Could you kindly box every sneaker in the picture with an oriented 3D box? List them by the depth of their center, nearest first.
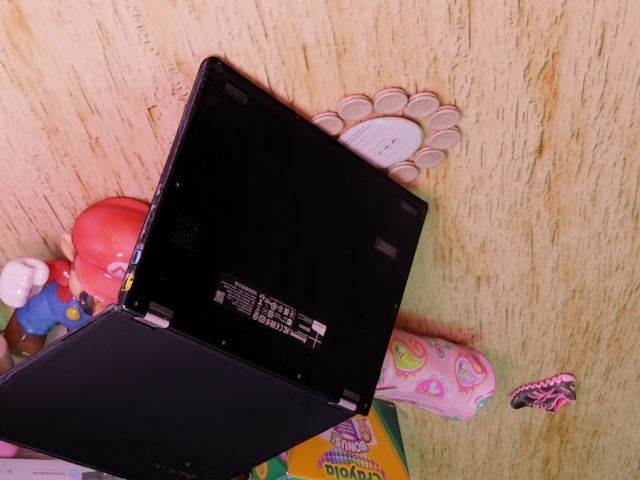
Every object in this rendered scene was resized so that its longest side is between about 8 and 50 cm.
[{"bbox_3d":[0.374,0.267,2.022,0.119,0.057,0.047,-24,150,24],"label":"sneaker"}]

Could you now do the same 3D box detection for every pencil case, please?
[{"bbox_3d":[0.126,0.188,1.748,0.284,0.124,0.124,19,139,-42],"label":"pencil case"}]

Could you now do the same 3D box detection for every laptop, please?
[{"bbox_3d":[-0.129,0.070,1.315,0.236,0.407,0.382,6,163,42],"label":"laptop"}]

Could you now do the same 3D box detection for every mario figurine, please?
[{"bbox_3d":[-0.265,0.080,1.383,0.198,0.170,0.320,-33,174,-36],"label":"mario figurine"}]

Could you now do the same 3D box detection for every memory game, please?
[{"bbox_3d":[0.064,-0.109,1.326,0.186,0.012,0.186,-7,151,-4],"label":"memory game"}]

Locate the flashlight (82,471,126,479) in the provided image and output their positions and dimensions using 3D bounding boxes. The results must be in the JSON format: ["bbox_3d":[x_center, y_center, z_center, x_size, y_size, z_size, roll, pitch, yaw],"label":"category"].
[{"bbox_3d":[-0.431,0.372,1.924,0.304,0.103,0.103,-6,146,-16],"label":"flashlight"}]

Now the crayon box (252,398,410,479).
[{"bbox_3d":[0.013,0.323,1.897,0.278,0.165,0.081,19,139,-41],"label":"crayon box"}]

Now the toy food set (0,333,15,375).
[{"bbox_3d":[-0.440,0.125,1.420,0.232,0.111,0.104,28,152,11],"label":"toy food set"}]

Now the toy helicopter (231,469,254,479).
[{"bbox_3d":[-0.128,0.428,1.847,0.235,0.355,0.140,4,134,-14],"label":"toy helicopter"}]

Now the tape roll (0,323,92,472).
[{"bbox_3d":[-0.369,0.235,1.723,0.392,0.072,0.392,-8,150,-5],"label":"tape roll"}]

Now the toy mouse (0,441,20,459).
[{"bbox_3d":[-0.433,0.272,1.663,0.143,0.031,0.161,7,146,-27],"label":"toy mouse"}]

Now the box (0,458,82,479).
[{"bbox_3d":[-0.445,0.348,1.751,0.145,0.038,0.186,8,160,-30],"label":"box"}]
